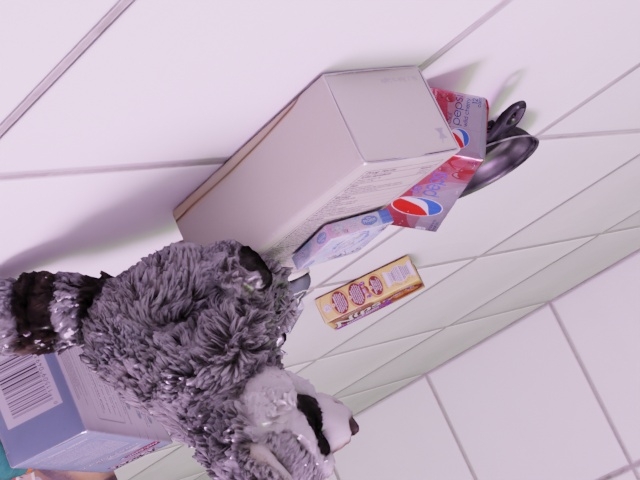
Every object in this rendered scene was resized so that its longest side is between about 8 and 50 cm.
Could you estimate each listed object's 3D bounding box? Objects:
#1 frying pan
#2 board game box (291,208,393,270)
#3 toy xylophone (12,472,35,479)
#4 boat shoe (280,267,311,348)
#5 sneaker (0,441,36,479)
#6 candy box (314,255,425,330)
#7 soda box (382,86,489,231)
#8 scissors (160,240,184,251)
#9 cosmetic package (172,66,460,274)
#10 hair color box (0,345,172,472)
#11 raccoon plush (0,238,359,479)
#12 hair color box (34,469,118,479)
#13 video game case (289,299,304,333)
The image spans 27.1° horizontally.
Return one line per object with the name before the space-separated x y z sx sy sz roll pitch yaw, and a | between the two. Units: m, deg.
frying pan | 0.194 -0.116 1.788 0.197 0.053 0.326 -27 164 8
board game box | 0.025 -0.001 1.518 0.090 0.020 0.090 -17 165 -34
toy xylophone | -0.591 0.455 2.197 0.081 0.236 0.322 -19 168 24
boat shoe | -0.070 0.117 2.053 0.116 0.099 0.319 -18 170 -19
sneaker | -0.477 0.326 2.176 0.121 0.108 0.302 -26 174 3
candy box | 0.090 0.095 2.387 0.186 0.053 0.109 -27 166 4
soda box | 0.130 -0.094 1.627 0.092 0.083 0.263 10 160 -5
scissors | -0.116 -0.013 1.695 0.297 0.021 0.109 -30 164 26
cosmetic package | -0.012 -0.065 1.496 0.160 0.113 0.309 -10 160 -45
hair color box | -0.331 0.206 1.791 0.113 0.185 0.374 -26 166 4
raccoon plush | -0.185 0.190 1.457 0.446 0.299 0.216 -10 148 13
hair color box | -0.522 0.482 2.488 0.110 0.185 0.339 -33 165 24
video game case | -0.128 0.167 2.340 0.190 0.022 0.173 -21 166 -16
